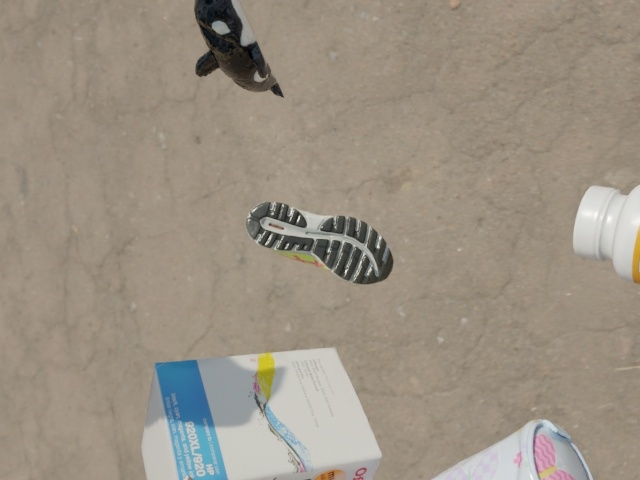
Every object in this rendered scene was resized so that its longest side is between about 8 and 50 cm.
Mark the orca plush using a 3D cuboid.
[{"bbox_3d":[-0.140,-0.278,1.102,0.102,0.287,0.151,-23,87,3],"label":"orca plush"}]

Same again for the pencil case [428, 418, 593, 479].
[{"bbox_3d":[0.160,0.293,0.817,0.113,0.124,0.273,39,128,-18],"label":"pencil case"}]

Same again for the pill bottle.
[{"bbox_3d":[0.464,0.000,0.976,0.245,0.136,0.136,15,104,34],"label":"pill bottle"}]

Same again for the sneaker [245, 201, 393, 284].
[{"bbox_3d":[0.000,0.000,1.028,0.094,0.208,0.081,158,134,-82],"label":"sneaker"}]

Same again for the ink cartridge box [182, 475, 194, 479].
[{"bbox_3d":[-0.103,0.232,0.617,0.048,0.083,0.028,44,89,-8],"label":"ink cartridge box"}]

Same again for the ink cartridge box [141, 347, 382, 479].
[{"bbox_3d":[-0.076,0.250,0.894,0.168,0.232,0.171,-116,32,-43],"label":"ink cartridge box"}]
